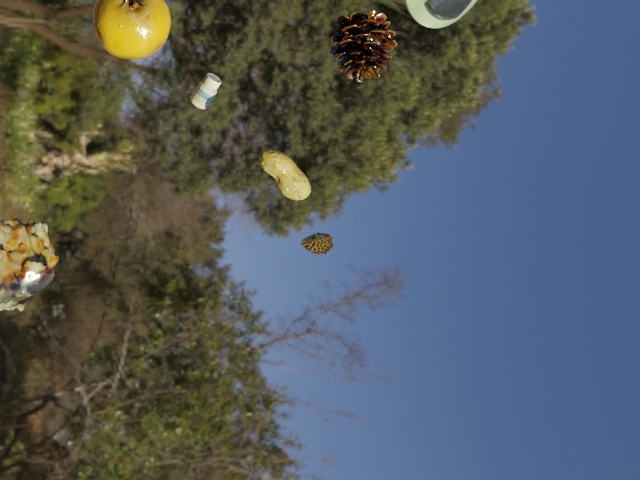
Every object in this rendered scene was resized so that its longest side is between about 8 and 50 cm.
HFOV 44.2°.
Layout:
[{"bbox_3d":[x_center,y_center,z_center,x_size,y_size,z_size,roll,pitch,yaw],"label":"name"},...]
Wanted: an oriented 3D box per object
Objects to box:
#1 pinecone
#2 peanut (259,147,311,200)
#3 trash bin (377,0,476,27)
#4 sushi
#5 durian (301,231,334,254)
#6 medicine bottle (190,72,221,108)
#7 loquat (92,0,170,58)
[{"bbox_3d":[0.124,-0.558,2.282,0.208,0.208,0.207,177,-90,-66],"label":"pinecone"},{"bbox_3d":[-0.089,-0.164,1.967,0.080,0.174,0.080,-31,-148,22],"label":"peanut"},{"bbox_3d":[0.198,-0.682,1.854,0.432,0.280,0.280,37,-52,39],"label":"trash bin"},{"bbox_3d":[-0.730,0.073,1.525,0.417,0.418,0.175,-18,-98,66],"label":"sushi"},{"bbox_3d":[-0.002,0.009,2.244,0.066,0.130,0.052,11,-71,38],"label":"durian"},{"bbox_3d":[-0.304,-0.396,2.090,0.089,0.052,0.052,-52,-139,23],"label":"medicine bottle"},{"bbox_3d":[-0.514,-0.594,2.141,0.208,0.208,0.208,177,-90,-66],"label":"loquat"}]
